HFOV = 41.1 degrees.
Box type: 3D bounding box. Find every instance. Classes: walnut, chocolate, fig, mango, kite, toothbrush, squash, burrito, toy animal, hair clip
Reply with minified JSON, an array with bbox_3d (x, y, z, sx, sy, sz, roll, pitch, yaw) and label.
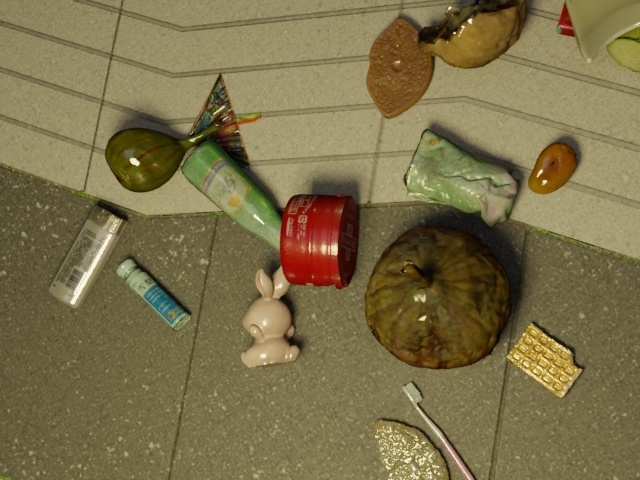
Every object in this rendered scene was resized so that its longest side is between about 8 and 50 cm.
[{"bbox_3d":[0.320,-0.421,1.715,0.238,0.204,0.141,-34,108,14],"label":"walnut"},{"bbox_3d":[-0.167,-0.086,1.827,0.291,0.110,0.110,43,93,13],"label":"chocolate"},{"bbox_3d":[0.192,0.099,1.582,0.286,0.369,0.286,-4,79,23],"label":"fig"},{"bbox_3d":[0.461,-0.143,1.702,0.080,0.060,0.114,44,91,0],"label":"mango"},{"bbox_3d":[-0.221,-0.261,1.907,0.183,0.014,0.241,-15,78,10],"label":"kite"},{"bbox_3d":[0.252,0.405,1.693,0.025,0.020,0.286,-34,76,0],"label":"toothbrush"},{"bbox_3d":[0.653,-0.434,1.668,0.123,0.123,0.186,29,87,16],"label":"squash"},{"bbox_3d":[0.288,-0.126,1.729,0.229,0.089,0.144,23,90,17],"label":"burrito"},{"bbox_3d":[-0.107,0.158,1.773,0.124,0.124,0.212,-3,81,13],"label":"toy animal"},{"bbox_3d":[0.541,-0.489,1.651,0.172,0.113,0.282,-28,74,23],"label":"hair clip"},{"bbox_3d":[-0.344,-0.209,1.883,0.259,0.151,0.151,-32,75,-17],"label":"fig"}]

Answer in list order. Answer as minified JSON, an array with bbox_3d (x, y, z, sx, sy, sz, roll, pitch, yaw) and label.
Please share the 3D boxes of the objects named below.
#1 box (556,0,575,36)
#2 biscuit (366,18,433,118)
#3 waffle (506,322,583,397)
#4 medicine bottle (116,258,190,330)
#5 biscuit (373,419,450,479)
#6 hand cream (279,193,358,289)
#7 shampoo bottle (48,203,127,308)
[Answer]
[{"bbox_3d":[0.558,-0.498,1.735,0.112,0.048,0.175,15,86,16],"label":"box"},{"bbox_3d":[0.169,-0.366,1.820,0.142,0.029,0.220,3,81,14],"label":"biscuit"},{"bbox_3d":[0.442,0.235,1.671,0.135,0.021,0.092,34,91,16],"label":"waffle"},{"bbox_3d":[-0.366,0.118,1.867,0.191,0.051,0.051,43,93,15],"label":"medicine bottle"},{"bbox_3d":[0.188,0.473,1.693,0.133,0.032,0.250,-12,78,10],"label":"biscuit"},{"bbox_3d":[0.000,0.000,1.726,0.125,0.193,0.193,4,83,16],"label":"hand cream"},{"bbox_3d":[-0.521,0.035,1.913,0.086,0.056,0.227,28,89,17],"label":"shampoo bottle"}]
